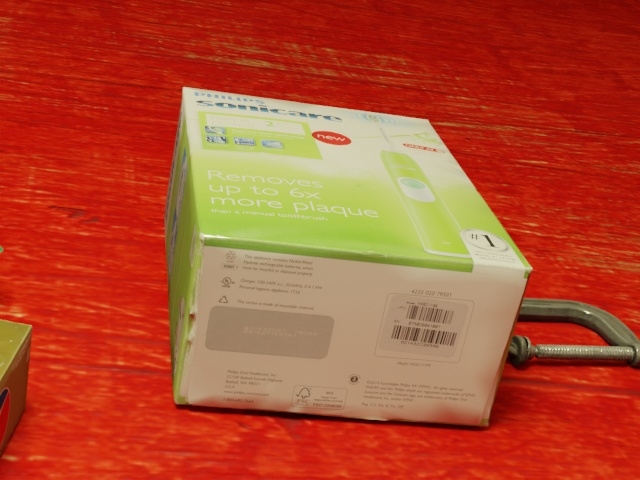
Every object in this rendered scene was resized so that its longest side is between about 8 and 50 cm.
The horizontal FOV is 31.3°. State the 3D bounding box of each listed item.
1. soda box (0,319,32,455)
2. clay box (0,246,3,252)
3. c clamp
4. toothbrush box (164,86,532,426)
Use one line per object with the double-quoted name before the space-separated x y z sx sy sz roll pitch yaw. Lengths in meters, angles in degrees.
"soda box" -0.198 0.102 0.568 0.061 0.058 0.181 10 24 -2
"clay box" -0.329 -0.006 0.760 0.222 0.053 0.127 27 28 30
"c clamp" 0.187 0.073 0.850 0.160 0.022 0.137 5 24 -14
"toothbrush box" 0.000 0.000 0.810 0.206 0.122 0.283 6 23 -11
